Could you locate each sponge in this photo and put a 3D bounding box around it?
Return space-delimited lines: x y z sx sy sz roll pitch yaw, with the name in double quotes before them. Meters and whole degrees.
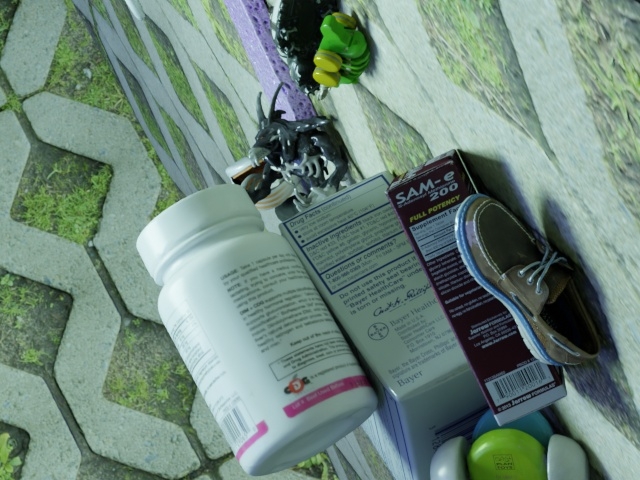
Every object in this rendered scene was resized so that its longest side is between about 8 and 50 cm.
"sponge" -0.069 -0.239 2.178 0.210 0.031 0.117 65 170 -14

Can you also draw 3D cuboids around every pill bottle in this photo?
"pill bottle" -0.073 0.092 1.820 0.283 0.160 0.160 60 170 16

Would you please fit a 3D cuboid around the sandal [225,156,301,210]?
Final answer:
"sandal" -0.070 -0.085 2.437 0.076 0.102 0.265 61 179 4

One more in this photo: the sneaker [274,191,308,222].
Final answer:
"sneaker" 0.000 0.000 2.408 0.077 0.072 0.178 55 -176 -34

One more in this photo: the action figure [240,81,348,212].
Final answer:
"action figure" -0.026 -0.049 2.103 0.164 0.141 0.275 -20 102 45

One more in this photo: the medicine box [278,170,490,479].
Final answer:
"medicine box" 0.097 0.119 1.923 0.289 0.149 0.263 56 168 38

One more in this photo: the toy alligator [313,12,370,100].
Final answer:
"toy alligator" 0.025 -0.184 1.792 0.051 0.056 0.189 20 162 6

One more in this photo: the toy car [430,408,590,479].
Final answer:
"toy car" 0.207 0.243 1.787 0.136 0.159 0.182 -74 -27 -45

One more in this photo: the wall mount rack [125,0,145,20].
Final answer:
"wall mount rack" -0.286 -0.487 2.331 0.350 0.130 0.304 61 180 10

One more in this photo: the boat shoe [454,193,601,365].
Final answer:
"boat shoe" 0.186 0.032 1.480 0.183 0.066 0.066 51 153 -23

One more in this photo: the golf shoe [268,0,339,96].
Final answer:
"golf shoe" -0.029 -0.238 1.839 0.094 0.077 0.198 58 168 25

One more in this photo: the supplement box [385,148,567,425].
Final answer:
"supplement box" 0.145 0.040 1.593 0.239 0.073 0.130 64 -171 -4
